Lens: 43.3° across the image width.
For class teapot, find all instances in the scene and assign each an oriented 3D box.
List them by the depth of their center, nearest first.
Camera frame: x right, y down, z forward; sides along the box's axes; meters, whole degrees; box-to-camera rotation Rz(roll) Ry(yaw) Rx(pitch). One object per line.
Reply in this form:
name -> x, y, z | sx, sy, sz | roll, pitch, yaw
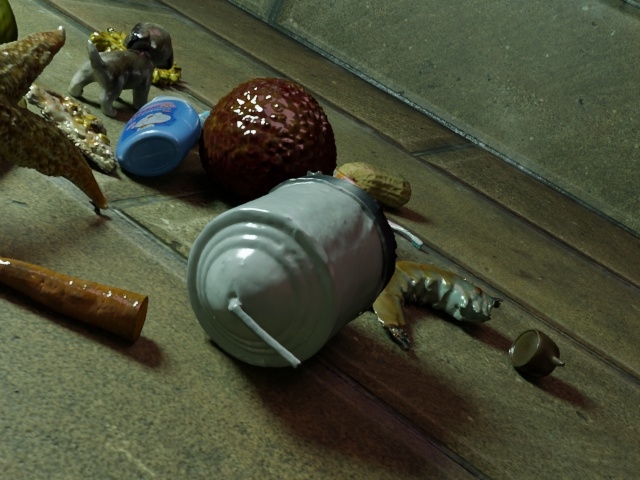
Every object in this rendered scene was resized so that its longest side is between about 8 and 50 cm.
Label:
teapot -> 0.367, 0.196, 1.375 | 0.068, 0.076, 0.121 | 31, -11, -17

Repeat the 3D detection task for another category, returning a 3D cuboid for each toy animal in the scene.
toy animal -> -0.397, -0.348, 1.630 | 0.121, 0.168, 0.233 | 32, 35, 14

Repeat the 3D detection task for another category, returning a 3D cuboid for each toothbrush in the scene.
toothbrush -> 0.142, -0.043, 1.729 | 0.204, 0.022, 0.017 | 38, 40, 29

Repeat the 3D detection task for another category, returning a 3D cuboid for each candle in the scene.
candle -> -0.043, 0.037, 1.059 | 0.221, 0.221, 0.342 | 32, 23, 14

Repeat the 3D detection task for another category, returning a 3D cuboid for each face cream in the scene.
face cream -> -0.289, -0.199, 1.464 | 0.149, 0.083, 0.264 | -14, 26, 1

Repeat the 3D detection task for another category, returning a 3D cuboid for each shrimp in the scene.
shrimp -> 0.170, 0.095, 1.379 | 0.185, 0.068, 0.287 | 36, 25, 32

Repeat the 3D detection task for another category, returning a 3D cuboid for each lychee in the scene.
lychee -> -0.090, -0.170, 1.467 | 0.260, 0.260, 0.260 | 23, 21, -9

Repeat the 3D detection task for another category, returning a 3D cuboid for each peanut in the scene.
peanut -> 0.120, -0.129, 1.816 | 0.194, 0.083, 0.093 | 17, 37, -25

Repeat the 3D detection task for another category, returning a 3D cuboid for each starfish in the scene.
starfish -> -0.441, -0.159, 1.046 | 0.398, 0.132, 0.384 | 61, 21, 9

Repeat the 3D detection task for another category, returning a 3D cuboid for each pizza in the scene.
pizza -> -0.403, -0.190, 1.365 | 0.195, 0.052, 0.185 | 47, 8, 16

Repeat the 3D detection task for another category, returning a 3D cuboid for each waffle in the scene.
waffle -> -0.444, -0.440, 1.940 | 0.232, 0.051, 0.228 | 24, 18, -10

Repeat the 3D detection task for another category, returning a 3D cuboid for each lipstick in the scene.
lipstick -> -0.256, -0.236, 1.682 | 0.048, 0.048, 0.158 | 27, 21, 2

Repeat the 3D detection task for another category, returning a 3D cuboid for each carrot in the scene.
carrot -> -0.312, 0.055, 0.943 | 0.224, 0.057, 0.057 | 21, 22, -5

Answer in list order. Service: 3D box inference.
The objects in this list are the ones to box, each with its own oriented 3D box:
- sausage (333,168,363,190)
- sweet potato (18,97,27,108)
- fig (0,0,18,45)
sausage -> 0.011, -0.125, 1.700 | 0.234, 0.071, 0.071 | 36, 23, 23
sweet potato -> -0.497, -0.169, 1.219 | 0.075, 0.075, 0.273 | 25, 18, -5
fig -> -0.614, -0.440, 1.452 | 0.151, 0.259, 0.151 | 15, 20, -6
